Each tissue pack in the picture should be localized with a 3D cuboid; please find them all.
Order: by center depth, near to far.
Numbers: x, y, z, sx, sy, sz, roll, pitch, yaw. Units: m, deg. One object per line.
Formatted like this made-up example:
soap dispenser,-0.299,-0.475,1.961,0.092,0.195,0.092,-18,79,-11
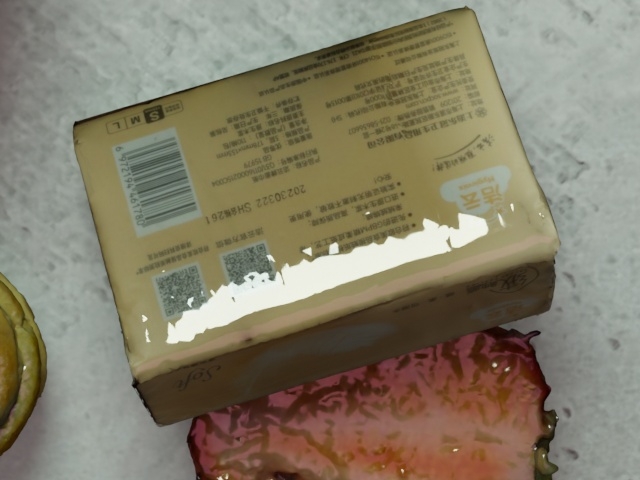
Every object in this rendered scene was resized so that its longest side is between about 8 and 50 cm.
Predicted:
tissue pack,0.000,0.000,1.394,0.306,0.238,0.238,-17,110,-1

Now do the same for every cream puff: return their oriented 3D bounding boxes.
cream puff,-0.296,0.096,1.421,0.189,0.129,0.189,-2,101,-10

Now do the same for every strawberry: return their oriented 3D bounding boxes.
strawberry,0.054,0.192,1.489,0.280,0.150,0.253,-15,93,2
